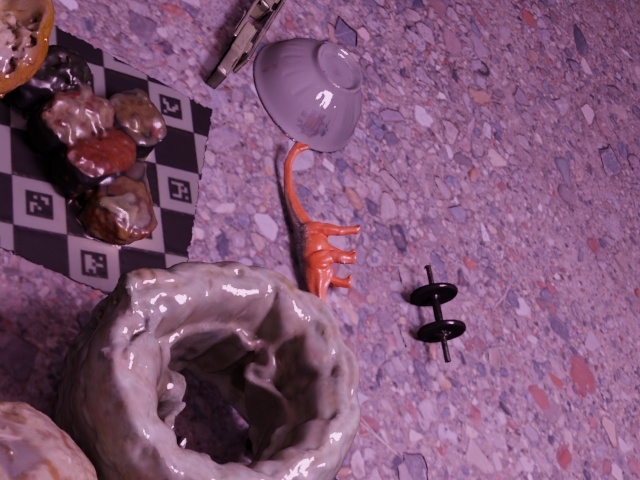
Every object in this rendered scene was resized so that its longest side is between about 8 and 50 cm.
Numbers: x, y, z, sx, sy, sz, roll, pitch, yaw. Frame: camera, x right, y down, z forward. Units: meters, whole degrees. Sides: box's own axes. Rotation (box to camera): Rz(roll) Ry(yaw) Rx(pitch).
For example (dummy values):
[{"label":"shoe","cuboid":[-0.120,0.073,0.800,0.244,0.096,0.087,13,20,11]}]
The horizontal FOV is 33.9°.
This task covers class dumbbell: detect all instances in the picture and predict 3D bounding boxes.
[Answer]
[{"label":"dumbbell","cuboid":[0.163,0.101,1.462,0.069,0.069,0.147,13,57,-38]}]

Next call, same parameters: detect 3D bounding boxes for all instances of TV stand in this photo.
[{"label":"TV stand","cuboid":[-0.103,-0.295,1.491,0.042,0.036,0.249,41,43,-18]}]

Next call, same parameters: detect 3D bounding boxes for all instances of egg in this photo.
[{"label":"egg","cuboid":[-0.271,0.245,0.863,0.195,0.195,0.233,2,77,-43]}]

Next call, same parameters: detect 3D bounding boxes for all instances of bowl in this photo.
[{"label":"bowl","cuboid":[0.004,-0.227,1.511,0.189,0.086,0.189,23,51,-31]}]

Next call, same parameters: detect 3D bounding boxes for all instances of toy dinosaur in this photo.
[{"label":"toy dinosaur","cuboid":[0.002,-0.003,1.384,0.101,0.055,0.279,6,60,-15]}]

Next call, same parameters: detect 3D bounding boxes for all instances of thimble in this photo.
[{"label":"thimble","cuboid":[-0.119,0.167,1.037,0.291,0.195,0.291,18,49,-22]}]

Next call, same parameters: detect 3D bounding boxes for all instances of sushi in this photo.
[{"label":"sushi","cuboid":[-0.257,-0.117,1.203,0.320,0.069,0.339,28,48,-28]}]

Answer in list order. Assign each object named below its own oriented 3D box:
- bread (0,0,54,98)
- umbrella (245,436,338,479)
[{"label":"bread","cuboid":[-0.410,-0.251,1.074,0.274,0.149,0.274,24,53,-37]},{"label":"umbrella","cuboid":[0.014,0.301,1.196,0.250,0.052,0.053,47,39,-2]}]
